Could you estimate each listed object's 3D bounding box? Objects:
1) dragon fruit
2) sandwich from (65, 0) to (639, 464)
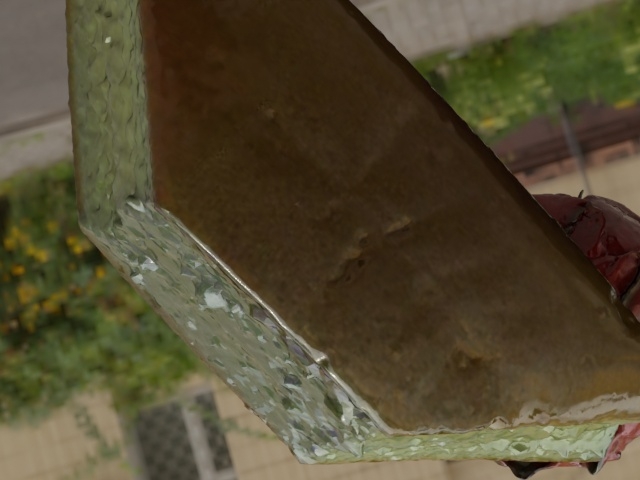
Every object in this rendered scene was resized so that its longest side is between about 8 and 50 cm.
[{"bbox_3d":[0.181,0.048,1.261,0.234,0.233,0.293,-17,-146,21],"label":"dragon fruit"},{"bbox_3d":[0.000,0.000,0.493,0.096,0.258,0.094,-49,-171,-24],"label":"sandwich"}]
